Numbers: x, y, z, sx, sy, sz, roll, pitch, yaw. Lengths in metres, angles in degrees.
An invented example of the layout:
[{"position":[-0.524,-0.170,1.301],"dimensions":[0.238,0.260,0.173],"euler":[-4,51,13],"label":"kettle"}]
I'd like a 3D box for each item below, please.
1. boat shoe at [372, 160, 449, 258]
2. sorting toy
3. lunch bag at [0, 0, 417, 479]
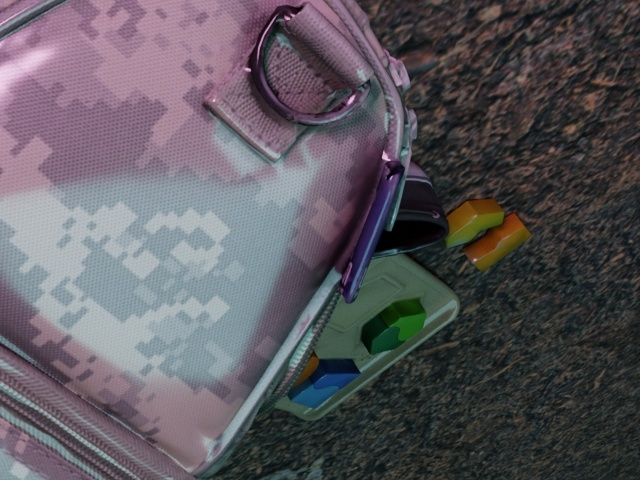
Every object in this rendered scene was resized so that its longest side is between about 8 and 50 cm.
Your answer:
[{"position":[0.000,0.000,0.836],"dimensions":[0.228,0.076,0.080],"euler":[-12,145,-30],"label":"boat shoe"},{"position":[0.054,0.066,1.017],"dimensions":[0.307,0.041,0.229],"euler":[-38,150,10],"label":"sorting toy"},{"position":[-0.119,-0.029,0.451],"dimensions":[0.256,0.305,0.212],"euler":[-46,119,2],"label":"lunch bag"}]
